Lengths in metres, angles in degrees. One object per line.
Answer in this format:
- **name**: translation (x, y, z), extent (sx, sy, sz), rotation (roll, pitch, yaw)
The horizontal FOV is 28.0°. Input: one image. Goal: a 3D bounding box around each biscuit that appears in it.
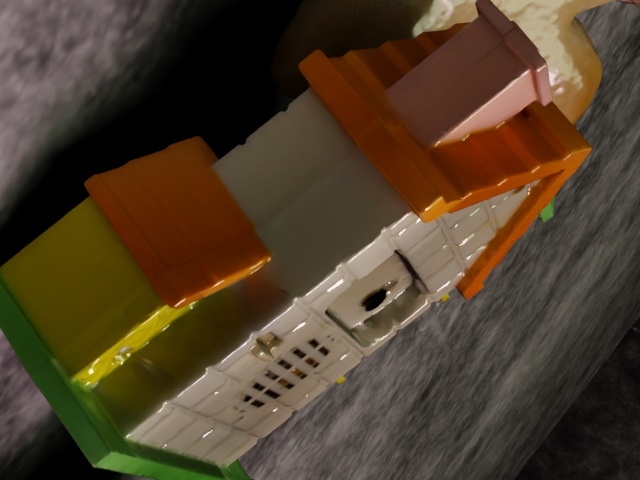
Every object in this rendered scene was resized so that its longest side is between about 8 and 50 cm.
- **biscuit**: translation (0.087, -0.133, 0.679), extent (0.207, 0.047, 0.164), rotation (5, 123, -33)

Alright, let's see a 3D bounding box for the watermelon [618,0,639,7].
- **watermelon**: translation (0.227, -0.248, 0.765), extent (0.193, 0.310, 0.231), rotation (-53, -161, -9)

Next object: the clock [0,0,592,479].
- **clock**: translation (0.000, 0.000, 0.624), extent (0.255, 0.106, 0.220), rotation (-39, 161, 0)

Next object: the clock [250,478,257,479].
- **clock**: translation (-0.124, 0.289, 0.692), extent (0.317, 0.200, 0.244), rotation (-23, 104, -36)
